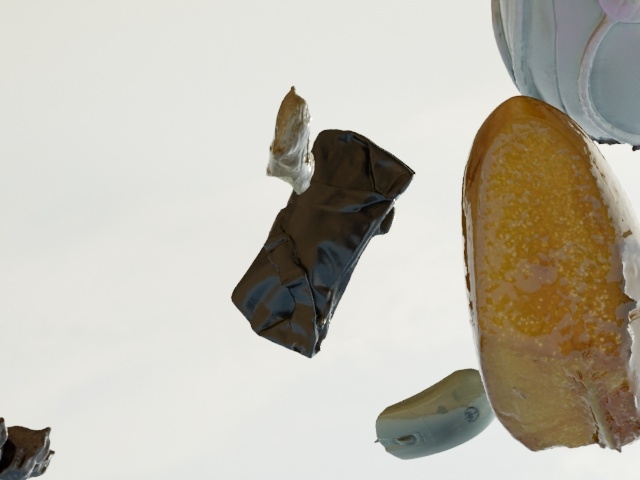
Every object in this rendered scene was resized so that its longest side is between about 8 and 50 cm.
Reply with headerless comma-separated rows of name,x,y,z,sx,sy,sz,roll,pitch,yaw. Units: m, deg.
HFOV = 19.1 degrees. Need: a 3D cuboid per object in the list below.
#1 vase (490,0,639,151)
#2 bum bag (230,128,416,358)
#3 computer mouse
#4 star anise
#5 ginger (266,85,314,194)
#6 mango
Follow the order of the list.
vase,0.286,-0.314,2.066,0.250,0.445,0.250,-13,-131,15
bum bag,0.000,0.000,2.090,0.248,0.123,0.060,-62,174,-4
computer mouse,0.145,0.230,2.428,0.182,0.089,0.056,-25,-160,17
star anise,-0.419,0.266,2.245,0.212,0.073,0.197,-23,157,6
ginger,-0.031,-0.092,1.858,0.057,0.044,0.137,-29,154,-16
mango,0.207,0.035,1.674,0.201,0.350,0.199,-26,-160,-18
